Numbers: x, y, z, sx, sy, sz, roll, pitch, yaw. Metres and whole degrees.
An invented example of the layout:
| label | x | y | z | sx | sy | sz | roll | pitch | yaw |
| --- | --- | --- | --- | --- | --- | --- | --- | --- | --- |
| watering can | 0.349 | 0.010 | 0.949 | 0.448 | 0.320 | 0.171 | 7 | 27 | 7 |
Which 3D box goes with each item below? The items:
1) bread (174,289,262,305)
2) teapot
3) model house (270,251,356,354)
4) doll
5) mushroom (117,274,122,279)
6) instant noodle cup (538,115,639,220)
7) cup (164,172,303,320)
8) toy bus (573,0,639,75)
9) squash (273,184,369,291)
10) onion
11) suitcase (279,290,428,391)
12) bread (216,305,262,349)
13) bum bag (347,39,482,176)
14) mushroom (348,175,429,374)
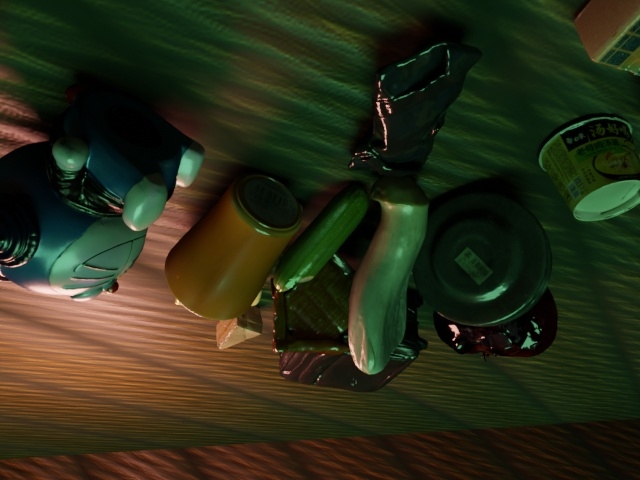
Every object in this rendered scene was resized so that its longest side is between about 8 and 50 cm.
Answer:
| label | x | y | z | sx | sy | sz | roll | pitch | yaw |
| --- | --- | --- | --- | --- | --- | --- | --- | --- | --- |
| bread | -0.215 | 0.088 | 1.180 | 0.189 | 0.068 | 0.125 | 2 | 148 | -13 |
| teapot | 0.289 | 0.064 | 1.070 | 0.322 | 0.239 | 0.239 | -28 | 156 | 24 |
| model house | -0.015 | 0.139 | 1.118 | 0.229 | 0.219 | 0.199 | -42 | -174 | -12 |
| doll | -0.337 | -0.052 | 0.779 | 0.240 | 0.284 | 0.310 | 46 | 118 | 1 |
| mushroom | -0.422 | 0.028 | 1.004 | 0.148 | 0.112 | 0.148 | -6 | 147 | -4 |
| instant noodle cup | 0.448 | -0.110 | 0.904 | 0.152 | 0.122 | 0.151 | -5 | 152 | -3 |
| cup | -0.135 | 0.006 | 0.989 | 0.226 | 0.182 | 0.264 | -22 | 161 | -48 |
| toy bus | 0.391 | -0.289 | 0.631 | 0.103 | 0.091 | 0.182 | 6 | 149 | -19 |
| squash | 0.000 | 0.000 | 0.977 | 0.239 | 0.069 | 0.069 | -49 | 138 | 5 |
| onion | 0.392 | 0.165 | 1.272 | 0.281 | 0.221 | 0.280 | 12 | 133 | 14 |
| suitcase | 0.059 | 0.251 | 1.408 | 0.340 | 0.188 | 0.345 | 10 | 148 | -14 |
| bread | -0.227 | 0.208 | 1.364 | 0.152 | 0.077 | 0.105 | -26 | 147 | 25 |
| bum bag | 0.121 | -0.172 | 0.794 | 0.137 | 0.074 | 0.310 | -12 | 156 | -12 |
| mushroom | 0.119 | 0.052 | 0.961 | 0.122 | 0.159 | 0.328 | 6 | 107 | -11 |
